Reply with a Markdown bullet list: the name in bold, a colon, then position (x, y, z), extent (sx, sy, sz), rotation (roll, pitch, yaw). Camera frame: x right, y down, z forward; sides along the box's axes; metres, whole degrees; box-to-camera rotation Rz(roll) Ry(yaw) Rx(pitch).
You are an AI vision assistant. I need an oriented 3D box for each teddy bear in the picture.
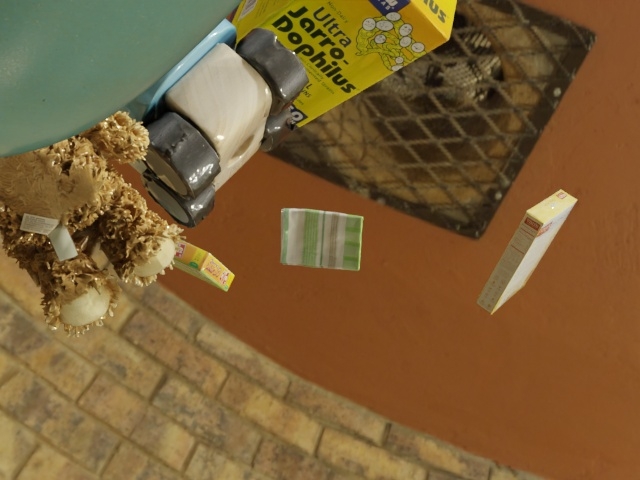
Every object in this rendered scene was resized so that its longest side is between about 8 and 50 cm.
- **teddy bear**: position (-0.287, -0.059, 0.783), extent (0.338, 0.113, 0.245), rotation (39, -88, -28)

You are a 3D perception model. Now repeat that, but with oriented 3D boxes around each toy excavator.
- **toy excavator**: position (-0.270, -0.240, 1.108), extent (0.445, 0.222, 0.433), rotation (43, -17, 2)

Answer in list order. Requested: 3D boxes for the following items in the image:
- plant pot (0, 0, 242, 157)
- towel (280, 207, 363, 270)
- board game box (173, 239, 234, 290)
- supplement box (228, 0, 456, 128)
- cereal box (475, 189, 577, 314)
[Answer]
- **plant pot**: position (-0.192, -0.191, 0.447), extent (0.293, 0.293, 0.235), rotation (41, -66, -13)
- **towel**: position (0.000, 0.000, 1.404), extent (0.151, 0.023, 0.113), rotation (6, -66, 9)
- **board game box**: position (-0.257, -0.002, 1.120), extent (0.259, 0.039, 0.124), rotation (21, -12, 16)
- **supplement box**: position (0.022, -0.362, 1.226), extent (0.194, 0.195, 0.356), rotation (37, -40, -29)
- **cereal box**: position (0.414, 0.022, 1.543), extent (0.047, 0.173, 0.240), rotation (37, -53, 23)
